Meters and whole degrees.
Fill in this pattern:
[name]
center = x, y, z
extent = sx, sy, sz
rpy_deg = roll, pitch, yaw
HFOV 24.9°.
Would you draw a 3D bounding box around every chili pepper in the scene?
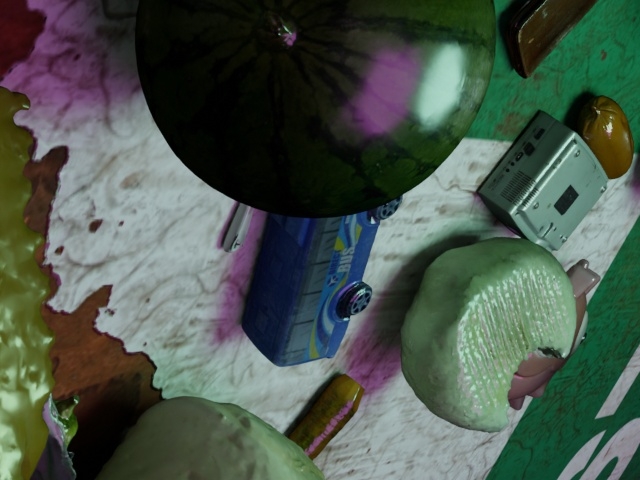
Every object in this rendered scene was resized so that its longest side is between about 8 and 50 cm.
[chili pepper]
center = -0.225, 0.200, 1.201
extent = 0.208, 0.043, 0.049
rpy_deg = 100, 11, -46

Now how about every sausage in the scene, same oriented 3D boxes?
[sausage]
center = 0.316, -0.107, 1.587
extent = 0.062, 0.054, 0.183
rpy_deg = -49, 153, -4

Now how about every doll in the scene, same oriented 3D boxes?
[doll]
center = 0.255, 0.112, 1.693
extent = 0.211, 0.093, 0.262
rpy_deg = -61, 161, 17

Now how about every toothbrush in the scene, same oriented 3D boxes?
[toothbrush]
center = -0.038, -0.073, 1.175
extent = 0.017, 0.022, 0.204
rpy_deg = -9, 130, -49

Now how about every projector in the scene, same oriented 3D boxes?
[projector]
center = 0.241, -0.055, 1.536
extent = 0.115, 0.061, 0.147
rpy_deg = -51, 149, 1

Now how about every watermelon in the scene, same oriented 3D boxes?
[watermelon]
center = -0.002, -0.132, 0.952
extent = 0.242, 0.242, 0.242
rpy_deg = -34, 146, -28

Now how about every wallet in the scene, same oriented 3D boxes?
[wallet]
center = 0.241, -0.239, 1.373
extent = 0.176, 0.026, 0.095
rpy_deg = -46, 155, -8

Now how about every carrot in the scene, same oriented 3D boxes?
[carrot]
center = -0.019, 0.209, 1.488
extent = 0.170, 0.042, 0.042
rpy_deg = -48, 150, -3

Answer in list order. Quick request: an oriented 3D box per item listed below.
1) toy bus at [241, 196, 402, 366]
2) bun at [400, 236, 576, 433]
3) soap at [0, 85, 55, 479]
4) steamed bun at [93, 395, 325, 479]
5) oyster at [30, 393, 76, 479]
[toy bus]
center = 0.000, 0.002, 1.251
extent = 0.094, 0.079, 0.236
rpy_deg = -20, 137, -40
[bun]
center = 0.165, 0.095, 1.518
extent = 0.213, 0.126, 0.203
rpy_deg = -13, 109, -37
[soap]
center = -0.211, 0.078, 0.824
extent = 0.169, 0.304, 0.338
rpy_deg = -6, 127, -56
[steamed bun]
center = -0.076, 0.297, 1.257
extent = 0.273, 0.272, 0.290
rpy_deg = -56, 165, 0
[oyster]
center = -0.264, 0.191, 1.087
extent = 0.199, 0.087, 0.252
rpy_deg = -25, 127, -7
